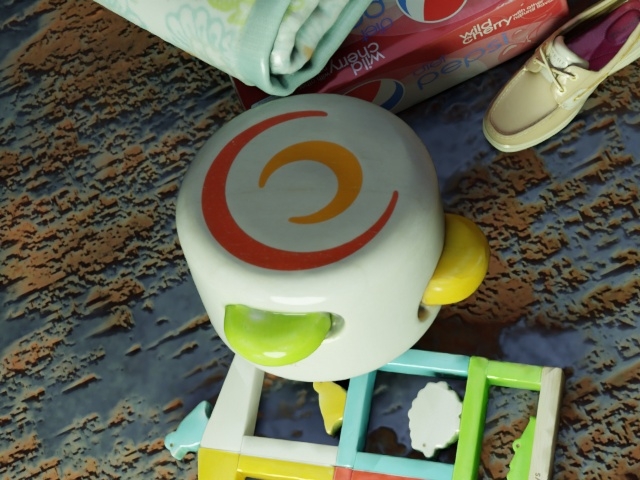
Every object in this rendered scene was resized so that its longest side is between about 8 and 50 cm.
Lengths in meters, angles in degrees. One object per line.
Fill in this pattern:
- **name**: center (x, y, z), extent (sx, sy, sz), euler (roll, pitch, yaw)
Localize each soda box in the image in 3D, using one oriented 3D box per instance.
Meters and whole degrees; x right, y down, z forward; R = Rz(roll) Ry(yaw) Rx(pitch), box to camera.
- **soda box**: center (0.061, -0.160, 1.340), extent (0.263, 0.092, 0.083), euler (-25, 66, 5)

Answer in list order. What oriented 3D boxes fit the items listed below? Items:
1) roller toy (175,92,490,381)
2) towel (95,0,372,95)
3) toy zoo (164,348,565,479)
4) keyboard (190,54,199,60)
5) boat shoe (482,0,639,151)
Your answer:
- **roller toy**: center (0.000, 0.000, 1.267), extent (0.209, 0.146, 0.191), euler (-31, 55, -11)
- **towel**: center (-0.039, -0.322, 1.346), extent (0.320, 0.090, 0.374), euler (31, 83, 38)
- **toy zoo**: center (0.025, 0.172, 1.275), extent (0.293, 0.030, 0.192), euler (5, 74, 15)
- **keyboard**: center (-0.105, -0.236, 1.444), extent (0.100, 0.038, 0.192), euler (-6, 68, -13)
- **boat shoe**: center (0.192, -0.138, 1.321), extent (0.170, 0.059, 0.063), euler (-41, 68, -2)
